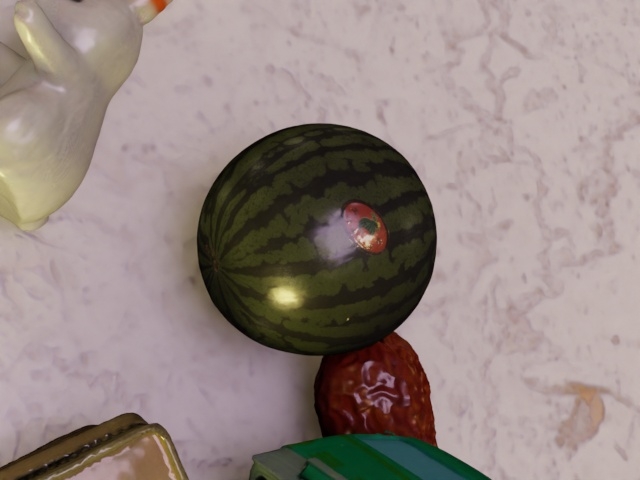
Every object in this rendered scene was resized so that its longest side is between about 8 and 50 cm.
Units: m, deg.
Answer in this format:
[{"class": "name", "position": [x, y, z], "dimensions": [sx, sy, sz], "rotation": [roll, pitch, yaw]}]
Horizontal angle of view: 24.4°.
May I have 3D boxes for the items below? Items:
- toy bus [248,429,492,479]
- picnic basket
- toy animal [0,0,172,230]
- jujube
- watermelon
[{"class": "toy bus", "position": [0.048, 0.336, 1.242], "dimensions": [0.199, 0.183, 0.343], "rotation": [-8, 111, -33]}, {"class": "picnic basket", "position": [-0.171, 0.283, 1.195], "dimensions": [0.165, 0.139, 0.267], "rotation": [-26, 96, -29]}, {"class": "toy animal", "position": [-0.220, -0.154, 1.234], "dimensions": [0.138, 0.140, 0.282], "rotation": [34, 71, -30]}, {"class": "jujube", "position": [0.052, 0.170, 1.354], "dimensions": [0.112, 0.109, 0.176], "rotation": [-20, 105, -31]}, {"class": "watermelon", "position": [0.000, 0.000, 1.292], "dimensions": [0.212, 0.212, 0.212], "rotation": [4, 81, -29]}]
